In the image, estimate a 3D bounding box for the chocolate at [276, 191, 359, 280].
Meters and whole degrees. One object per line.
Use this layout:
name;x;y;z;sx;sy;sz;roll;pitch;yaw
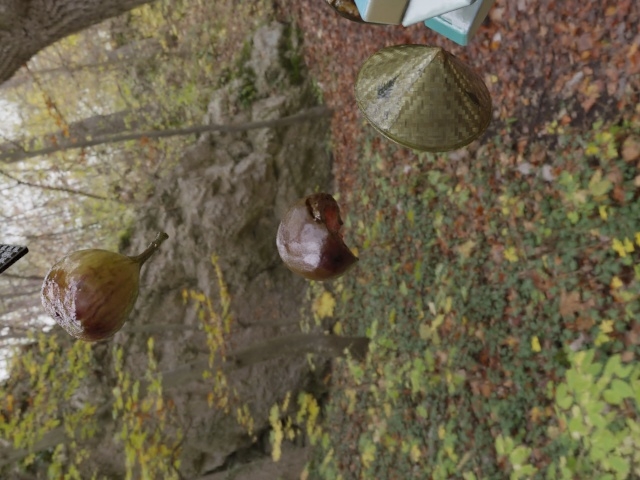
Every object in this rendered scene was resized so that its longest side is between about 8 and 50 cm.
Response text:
chocolate;0.000;0.000;0.949;0.127;0.124;0.133;-62;13;9

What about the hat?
hat;0.110;-0.164;0.632;0.067;0.146;0.146;104;156;-59

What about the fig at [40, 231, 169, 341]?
fig;-0.359;0.055;1.078;0.160;0.231;0.143;22;164;44

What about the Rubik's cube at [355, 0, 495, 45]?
Rubik's cube;0.122;-0.350;0.701;0.265;0.224;0.213;-56;-10;-41

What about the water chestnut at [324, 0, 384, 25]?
water chestnut;0.119;-0.546;1.203;0.300;0.300;0.300;-14;-90;-88

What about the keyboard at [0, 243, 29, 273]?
keyboard;-0.613;0.034;1.074;0.101;0.309;0.018;-54;-45;-40
